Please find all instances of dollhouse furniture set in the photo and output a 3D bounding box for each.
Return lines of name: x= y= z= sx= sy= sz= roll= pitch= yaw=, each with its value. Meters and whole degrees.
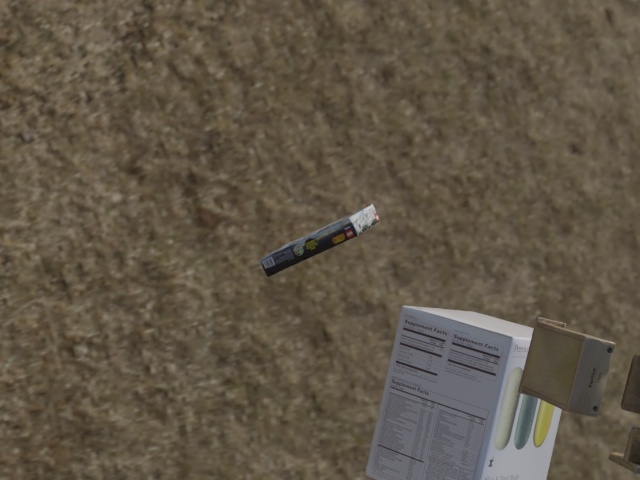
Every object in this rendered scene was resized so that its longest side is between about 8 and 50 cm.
dollhouse furniture set: x=0.411 y=0.187 z=1.703 sx=0.242 sy=0.161 sz=0.212 roll=14 pitch=90 yaw=-14

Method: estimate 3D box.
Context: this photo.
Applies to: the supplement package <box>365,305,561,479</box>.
supplement package: x=0.225 y=0.249 z=1.919 sx=0.199 sy=0.198 sz=0.263 roll=8 pitch=95 yaw=-51

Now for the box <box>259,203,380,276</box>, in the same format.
box: x=0.000 y=0.000 z=1.629 sx=0.027 sy=0.137 sz=0.094 roll=64 pitch=24 yaw=-3
